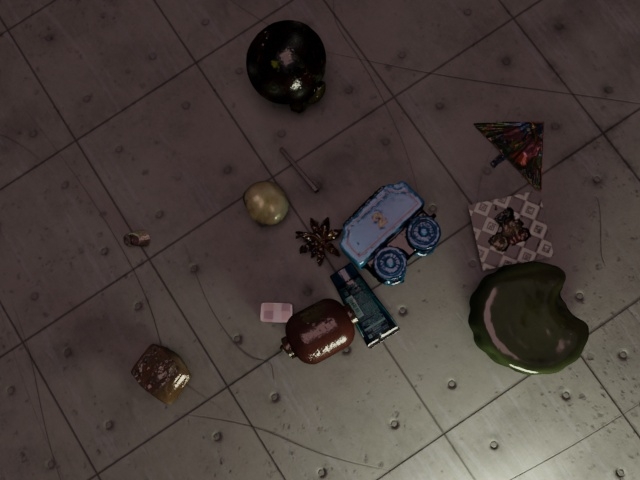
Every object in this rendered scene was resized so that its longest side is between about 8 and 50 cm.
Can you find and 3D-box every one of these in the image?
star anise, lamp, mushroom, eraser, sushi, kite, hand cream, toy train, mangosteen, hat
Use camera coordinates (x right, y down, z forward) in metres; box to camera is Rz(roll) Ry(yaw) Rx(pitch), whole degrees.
[{"bbox_3d":[-0.001,0.000,1.924,0.167,0.057,0.168,0,85,-1],"label":"star anise"},{"bbox_3d":[-0.006,0.282,1.831,0.257,0.180,0.180,-27,82,1],"label":"lamp"},{"bbox_3d":[-0.181,-0.121,1.923,0.154,0.122,0.154,16,56,-25],"label":"mushroom"},{"bbox_3d":[-0.142,0.236,1.911,0.105,0.026,0.065,0,79,3],"label":"eraser"},{"bbox_3d":[0.613,-0.031,1.902,0.231,0.047,0.220,-12,86,5],"label":"sushi"},{"bbox_3d":[0.666,-0.315,1.957,0.234,0.016,0.321,-41,83,-5],"label":"kite"},{"bbox_3d":[0.136,0.206,1.890,0.120,0.061,0.271,-32,87,0],"label":"hand cream"},{"bbox_3d":[0.224,-0.023,1.854,0.300,0.188,0.265,-43,78,-2],"label":"toy train"},{"bbox_3d":[-0.102,-0.570,1.914,0.287,0.288,0.288,0,82,3],"label":"mangosteen"},{"bbox_3d":[-0.619,-0.001,1.967,0.087,0.042,0.058,-9,83,-33],"label":"hat"}]

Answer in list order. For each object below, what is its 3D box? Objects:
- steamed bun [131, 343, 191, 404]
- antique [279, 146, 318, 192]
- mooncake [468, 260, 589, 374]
[{"bbox_3d":[-0.506,0.421,1.863,0.175,0.106,0.145,36,85,9],"label":"steamed bun"},{"bbox_3d":[-0.072,-0.238,1.972,0.015,0.031,0.192,-40,82,4],"label":"antique"},{"bbox_3d":[0.627,0.242,1.793,0.350,0.187,0.352,0,83,-1],"label":"mooncake"}]
